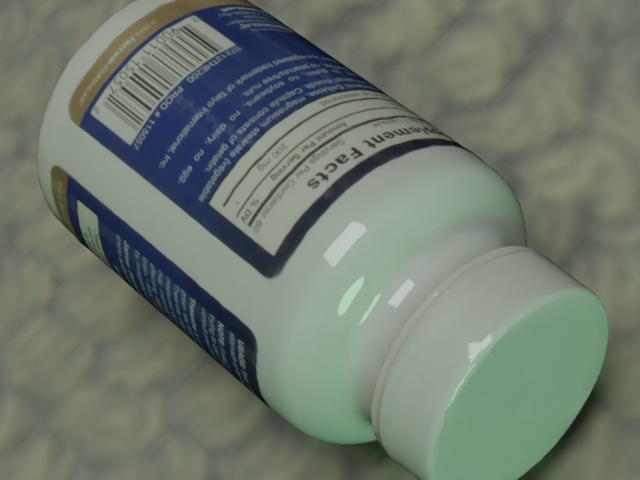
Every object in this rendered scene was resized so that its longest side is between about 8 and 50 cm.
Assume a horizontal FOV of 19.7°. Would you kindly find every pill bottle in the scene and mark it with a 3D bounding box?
[{"bbox_3d":[0.000,0.000,0.385,0.067,0.067,0.120,-49,55,-5],"label":"pill bottle"}]
